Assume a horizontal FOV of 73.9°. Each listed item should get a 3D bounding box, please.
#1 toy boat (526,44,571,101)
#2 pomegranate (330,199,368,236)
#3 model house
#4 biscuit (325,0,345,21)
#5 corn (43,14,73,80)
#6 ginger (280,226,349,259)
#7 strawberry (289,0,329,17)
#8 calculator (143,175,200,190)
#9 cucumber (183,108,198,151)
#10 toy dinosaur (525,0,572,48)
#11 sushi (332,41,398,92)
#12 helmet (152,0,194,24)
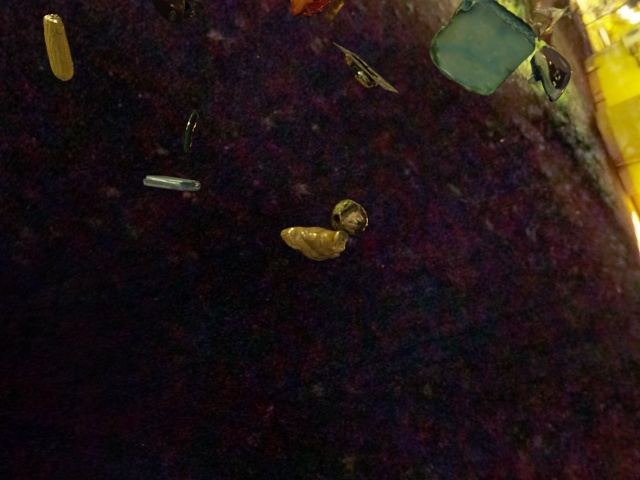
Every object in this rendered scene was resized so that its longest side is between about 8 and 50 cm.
[{"bbox_3d":[0.749,-0.547,1.411,0.114,0.115,0.262,15,45,-6],"label":"toy boat"},{"bbox_3d":[0.114,-0.081,1.508,0.138,0.163,0.125,49,61,-19],"label":"pomegranate"},{"bbox_3d":[0.514,-0.650,1.355,0.261,0.226,0.241,33,54,-7],"label":"model house"},{"bbox_3d":[0.107,-0.938,1.539,0.044,0.295,0.186,30,33,-6],"label":"biscuit"},{"bbox_3d":[-0.846,-0.617,1.374,0.067,0.206,0.067,9,44,-9],"label":"corn"},{"bbox_3d":[-0.020,-0.015,1.625,0.236,0.375,0.166,36,70,3],"label":"ginger"},{"bbox_3d":[0.009,-0.872,1.375,0.150,0.280,0.253,-3,98,-27],"label":"strawberry"},{"bbox_3d":[-0.538,-0.209,1.549,0.121,0.210,0.039,-30,128,-72],"label":"calculator"},{"bbox_3d":[-0.482,-0.410,1.571,0.036,0.033,0.184,39,56,-58],"label":"cucumber"},{"bbox_3d":[0.646,-0.626,1.204,0.032,0.108,0.220,26,56,-40],"label":"toy dinosaur"},{"bbox_3d":[0.187,-0.699,1.800,0.292,0.059,0.294,44,25,8],"label":"sushi"},{"bbox_3d":[-0.605,-1.020,1.774,0.193,0.189,0.216,6,75,-28],"label":"helmet"}]
